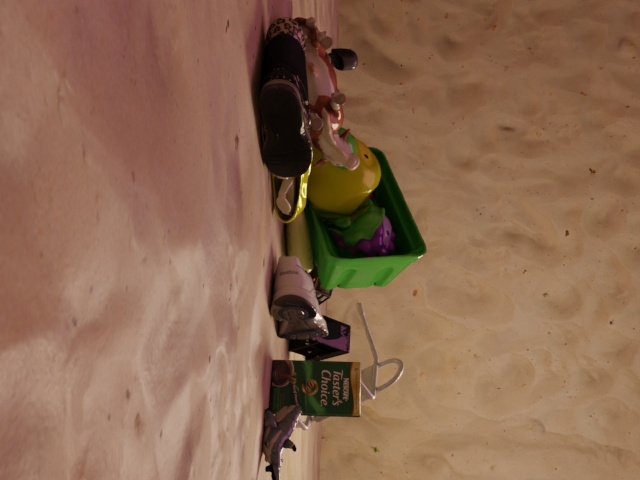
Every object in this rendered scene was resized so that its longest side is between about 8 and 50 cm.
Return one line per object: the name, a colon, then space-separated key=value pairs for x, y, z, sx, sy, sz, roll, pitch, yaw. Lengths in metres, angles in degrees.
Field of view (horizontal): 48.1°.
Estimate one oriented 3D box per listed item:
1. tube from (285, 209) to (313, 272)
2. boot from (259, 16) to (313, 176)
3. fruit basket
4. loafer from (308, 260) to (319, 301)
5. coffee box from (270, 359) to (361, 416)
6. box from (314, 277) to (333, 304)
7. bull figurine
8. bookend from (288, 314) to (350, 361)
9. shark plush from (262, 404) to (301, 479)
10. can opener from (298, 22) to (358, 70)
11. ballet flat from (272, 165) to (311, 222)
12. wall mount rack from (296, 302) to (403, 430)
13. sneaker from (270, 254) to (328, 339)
tube: x=-0.052 y=-0.031 z=1.610 sx=0.062 sy=0.070 sz=0.240 roll=-34 pitch=135 yaw=-33
boot: x=-0.054 y=-0.235 z=1.209 sx=0.236 sy=0.085 sz=0.178 roll=86 pitch=5 yaw=-59
fruit basket: x=0.073 y=-0.111 z=1.632 sx=0.392 sy=0.283 sz=0.391 roll=179 pitch=-90 yaw=-69
loafer: x=-0.031 y=0.064 z=1.820 sx=0.080 sy=0.078 sz=0.219 roll=-76 pitch=168 yaw=-74
coffee box: x=-0.008 y=0.301 z=1.463 sx=0.040 sy=0.184 sz=0.113 roll=86 pitch=7 yaw=-70
box: x=0.014 y=0.071 z=2.059 sx=0.175 sy=0.051 sz=0.220 roll=135 pitch=-26 yaw=-67
bull figurine: x=-0.007 y=-0.274 z=1.344 sx=0.188 sy=0.101 sz=0.310 roll=172 pitch=-103 yaw=-84
bookend: x=-0.035 y=0.237 z=1.760 sx=0.157 sy=0.156 sz=0.072 roll=26 pitch=56 yaw=-37
shark plush: x=-0.076 y=0.385 z=1.360 sx=0.161 sy=0.067 sz=0.073 roll=-84 pitch=175 yaw=-49
can opener: x=0.001 y=-0.396 z=1.521 sx=0.280 sy=0.093 sz=0.074 roll=-119 pitch=-155 yaw=-53
ballet flat: x=-0.060 y=-0.123 z=1.338 sx=0.231 sy=0.077 sz=0.077 roll=91 pitch=19 yaw=-46
wall mount rack: x=0.039 y=0.330 z=1.862 sx=0.130 sy=0.350 sz=0.304 roll=54 pitch=20 yaw=-19
sneaker: x=-0.042 y=0.129 z=1.509 sx=0.297 sy=0.111 sz=0.129 roll=87 pitch=0 yaw=-65
